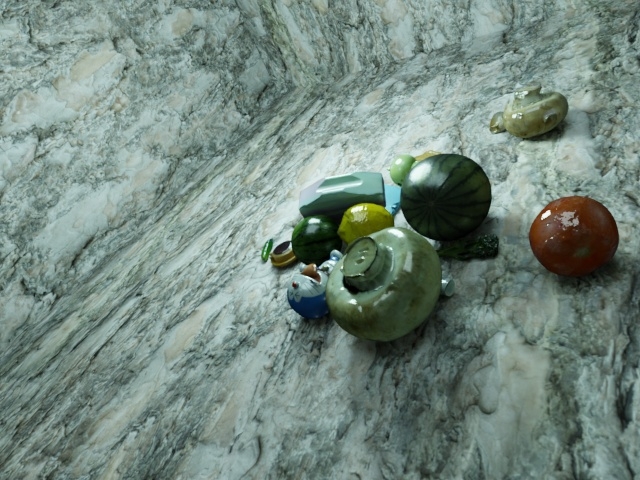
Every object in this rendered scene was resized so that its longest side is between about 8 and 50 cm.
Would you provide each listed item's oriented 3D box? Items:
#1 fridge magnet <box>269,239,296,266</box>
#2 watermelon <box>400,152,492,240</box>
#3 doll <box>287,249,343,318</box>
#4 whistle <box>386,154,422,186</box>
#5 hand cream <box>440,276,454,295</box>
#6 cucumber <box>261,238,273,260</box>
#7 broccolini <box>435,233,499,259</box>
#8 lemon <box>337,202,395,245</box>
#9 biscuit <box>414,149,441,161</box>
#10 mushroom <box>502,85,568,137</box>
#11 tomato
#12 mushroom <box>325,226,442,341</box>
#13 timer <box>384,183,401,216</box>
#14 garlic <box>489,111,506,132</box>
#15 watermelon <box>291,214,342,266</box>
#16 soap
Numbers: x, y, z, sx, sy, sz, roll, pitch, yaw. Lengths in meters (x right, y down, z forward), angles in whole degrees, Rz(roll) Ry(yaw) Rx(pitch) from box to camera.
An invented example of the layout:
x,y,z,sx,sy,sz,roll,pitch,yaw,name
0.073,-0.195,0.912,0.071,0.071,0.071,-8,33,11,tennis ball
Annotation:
x,y,z,sx,sy,sz,roll,pitch,yaw,name
-0.135,0.048,1.969,0.143,0.063,0.143,-23,27,13,fridge magnet
0.403,-0.141,1.606,0.278,0.279,0.359,-4,7,35,watermelon
0.011,0.138,1.618,0.215,0.161,0.257,23,53,35,doll
0.396,-0.260,2.000,0.294,0.141,0.141,23,54,33,whistle
0.291,0.121,1.526,0.255,0.048,0.079,12,56,49,hand cream
-0.224,0.033,2.094,0.037,0.037,0.155,-15,31,20,cucumber
0.357,0.037,1.576,0.391,0.074,0.079,-11,26,23,broccolini
0.165,-0.044,1.755,0.193,0.181,0.181,4,40,23,lemon
0.434,-0.337,2.160,0.184,0.027,0.133,-29,31,-4,biscuit
0.833,-0.503,1.951,0.254,0.184,0.255,-14,20,5,mushroom
0.649,-0.015,1.297,0.208,0.208,0.184,-18,29,16,tomato
0.169,0.117,1.403,0.352,0.260,0.352,-29,40,28,mushroom
0.199,-0.133,2.007,0.249,0.091,0.232,14,47,34,timer
0.758,-0.513,2.135,0.084,0.066,0.152,-12,35,29,garlic
0.000,0.000,1.820,0.214,0.188,0.188,-9,29,-6,watermelon
0.083,-0.150,1.855,0.323,0.193,0.109,-8,54,17,soap
